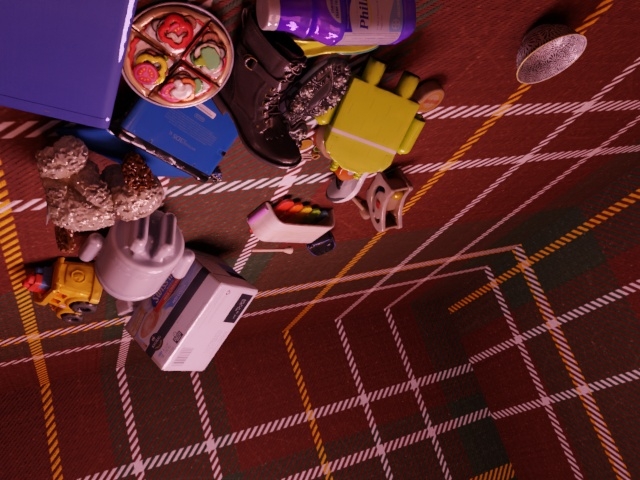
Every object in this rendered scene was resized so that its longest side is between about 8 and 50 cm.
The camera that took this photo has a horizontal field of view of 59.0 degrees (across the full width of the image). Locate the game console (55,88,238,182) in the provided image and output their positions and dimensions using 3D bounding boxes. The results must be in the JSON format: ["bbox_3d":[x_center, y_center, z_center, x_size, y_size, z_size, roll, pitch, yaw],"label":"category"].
[{"bbox_3d":[-0.352,-0.243,1.209,0.250,0.173,0.293,-54,154,4],"label":"game console"}]

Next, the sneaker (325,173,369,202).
[{"bbox_3d":[0.088,-0.206,1.620,0.108,0.100,0.271,12,143,-31],"label":"sneaker"}]

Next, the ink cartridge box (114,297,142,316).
[{"bbox_3d":[-0.643,0.185,1.909,0.056,0.135,0.099,-25,159,18],"label":"ink cartridge box"}]

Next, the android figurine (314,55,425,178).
[{"bbox_3d":[0.110,-0.264,1.273,0.248,0.056,0.273,15,118,-18],"label":"android figurine"}]

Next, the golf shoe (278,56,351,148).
[{"bbox_3d":[-0.043,-0.305,1.195,0.105,0.120,0.273,4,149,-37],"label":"golf shoe"}]

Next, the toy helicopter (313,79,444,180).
[{"bbox_3d":[0.148,-0.314,1.379,0.355,0.140,0.235,-26,153,-12],"label":"toy helicopter"}]

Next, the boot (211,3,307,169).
[{"bbox_3d":[-0.092,-0.277,1.070,0.229,0.263,0.091,-34,-168,50],"label":"boot"}]

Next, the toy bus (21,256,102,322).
[{"bbox_3d":[-0.785,0.144,1.694,0.211,0.150,0.220,18,143,-39],"label":"toy bus"}]

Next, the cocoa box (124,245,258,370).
[{"bbox_3d":[-0.429,0.229,1.886,0.347,0.228,0.231,-55,153,5],"label":"cocoa box"}]

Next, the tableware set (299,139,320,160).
[{"bbox_3d":[-0.063,-0.231,1.501,0.154,0.024,0.104,-5,156,-32],"label":"tableware set"}]

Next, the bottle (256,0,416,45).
[{"bbox_3d":[0.030,-0.404,0.991,0.282,0.118,0.092,-9,-175,-24],"label":"bottle"}]

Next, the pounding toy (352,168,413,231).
[{"bbox_3d":[0.186,-0.111,1.845,0.154,0.154,0.269,-12,159,-18],"label":"pounding toy"}]

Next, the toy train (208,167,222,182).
[{"bbox_3d":[-0.288,-0.185,1.420,0.036,0.027,0.158,-32,158,6],"label":"toy train"}]

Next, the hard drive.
[{"bbox_3d":[-0.418,-0.307,0.887,0.210,0.040,0.319,10,149,-23],"label":"hard drive"}]

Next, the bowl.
[{"bbox_3d":[0.534,-0.460,1.348,0.170,0.080,0.170,-16,160,-6],"label":"bowl"}]

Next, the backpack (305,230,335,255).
[{"bbox_3d":[0.000,0.000,2.070,0.105,0.084,0.114,-20,155,5],"label":"backpack"}]

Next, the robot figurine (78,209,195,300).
[{"bbox_3d":[-0.505,0.043,1.566,0.299,0.200,0.353,16,145,-25],"label":"robot figurine"}]

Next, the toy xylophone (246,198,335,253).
[{"bbox_3d":[-0.106,-0.041,1.873,0.236,0.081,0.322,-31,157,30],"label":"toy xylophone"}]

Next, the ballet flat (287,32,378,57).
[{"bbox_3d":[0.015,-0.394,1.080,0.230,0.077,0.077,-12,142,-12],"label":"ballet flat"}]

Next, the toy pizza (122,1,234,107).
[{"bbox_3d":[-0.251,-0.317,0.998,0.201,0.032,0.201,-13,138,-12],"label":"toy pizza"}]

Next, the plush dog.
[{"bbox_3d":[-0.445,-0.094,1.189,0.225,0.211,0.262,-10,170,-14],"label":"plush dog"}]
